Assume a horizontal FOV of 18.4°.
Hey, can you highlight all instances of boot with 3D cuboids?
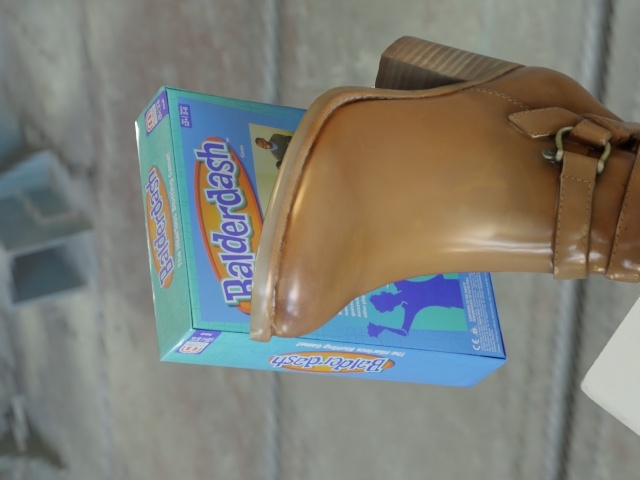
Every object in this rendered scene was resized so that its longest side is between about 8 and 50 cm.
[{"bbox_3d":[0.099,-0.005,1.044,0.220,0.283,0.109,21,120,14],"label":"boot"}]

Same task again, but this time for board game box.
[{"bbox_3d":[0.000,0.000,1.173,0.047,0.210,0.160,-43,47,49],"label":"board game box"}]

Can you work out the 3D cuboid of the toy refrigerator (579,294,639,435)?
[{"bbox_3d":[0.259,0.105,0.876,0.269,0.102,0.094,37,105,21],"label":"toy refrigerator"}]
